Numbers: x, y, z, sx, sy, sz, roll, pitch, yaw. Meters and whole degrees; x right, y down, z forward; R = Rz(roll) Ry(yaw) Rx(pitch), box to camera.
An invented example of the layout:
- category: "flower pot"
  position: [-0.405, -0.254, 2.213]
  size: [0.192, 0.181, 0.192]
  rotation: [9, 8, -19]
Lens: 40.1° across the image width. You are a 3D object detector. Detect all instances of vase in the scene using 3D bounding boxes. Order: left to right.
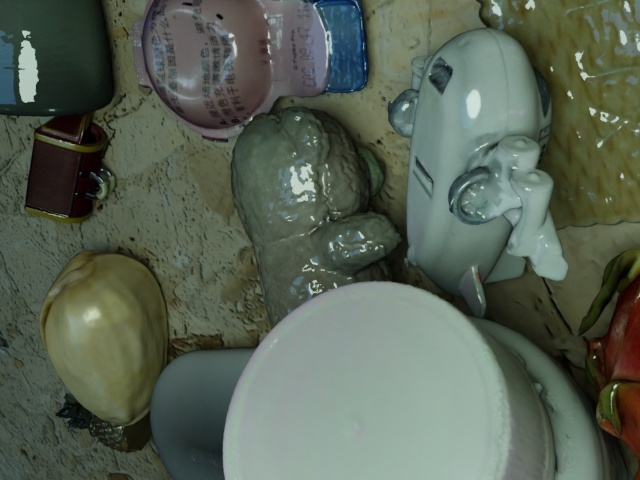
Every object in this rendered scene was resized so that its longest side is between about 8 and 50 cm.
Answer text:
- category: "vase"
  position: [-0.316, -0.306, 0.952]
  size: [0.173, 0.173, 0.321]
  rotation: [14, 111, 30]

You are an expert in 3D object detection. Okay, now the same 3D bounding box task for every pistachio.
- category: "pistachio"
  position: [-0.270, 0.123, 1.110]
  size: [0.157, 0.157, 0.229]
  rotation: [10, 120, 31]

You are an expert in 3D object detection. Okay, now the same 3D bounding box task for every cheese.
- category: "cheese"
  position: [-0.082, -0.192, 0.886]
  size: [0.286, 0.074, 0.188]
  rotation: [2, 111, 30]

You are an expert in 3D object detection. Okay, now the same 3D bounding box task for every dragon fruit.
- category: "dragon fruit"
  position: [0.303, 0.103, 0.643]
  size: [0.224, 0.227, 0.224]
  rotation: [6, 106, 21]

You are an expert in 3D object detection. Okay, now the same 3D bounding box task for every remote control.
- category: "remote control"
  position: [-0.078, 0.233, 1.038]
  size: [0.332, 0.103, 0.221]
  rotation: [-7, 99, 36]

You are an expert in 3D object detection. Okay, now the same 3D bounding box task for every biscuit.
- category: "biscuit"
  position: [0.230, -0.168, 0.698]
  size: [0.217, 0.044, 0.324]
  rotation: [-9, 104, 38]

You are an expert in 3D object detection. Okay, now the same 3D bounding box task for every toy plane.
- category: "toy plane"
  position: [0.128, -0.054, 0.722]
  size: [0.252, 0.118, 0.252]
  rotation: [170, 90, -78]

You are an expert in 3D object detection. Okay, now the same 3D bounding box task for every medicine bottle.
- category: "medicine bottle"
  position: [0.095, 0.182, 0.697]
  size: [0.256, 0.325, 0.256]
  rotation: [-14, 60, 25]

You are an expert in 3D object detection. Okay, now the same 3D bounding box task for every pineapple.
- category: "pineapple"
  position: [-0.309, 0.250, 1.229]
  size: [0.159, 0.074, 0.074]
  rotation: [8, 113, 35]

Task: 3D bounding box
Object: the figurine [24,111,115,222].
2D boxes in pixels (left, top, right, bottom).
- category: "figurine"
  position: [-0.299, -0.092, 1.081]
  size: [0.098, 0.082, 0.154]
  rotation: [27, 123, 7]

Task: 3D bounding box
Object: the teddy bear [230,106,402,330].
- category: "teddy bear"
  position: [-0.001, 0.001, 0.855]
  size: [0.236, 0.151, 0.267]
  rotation: [160, 98, -68]
